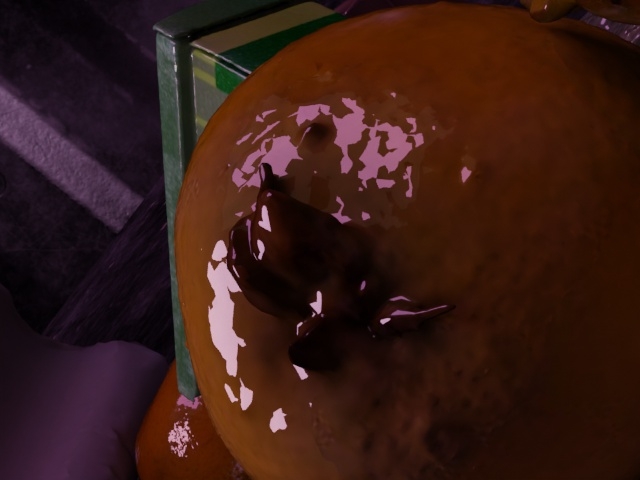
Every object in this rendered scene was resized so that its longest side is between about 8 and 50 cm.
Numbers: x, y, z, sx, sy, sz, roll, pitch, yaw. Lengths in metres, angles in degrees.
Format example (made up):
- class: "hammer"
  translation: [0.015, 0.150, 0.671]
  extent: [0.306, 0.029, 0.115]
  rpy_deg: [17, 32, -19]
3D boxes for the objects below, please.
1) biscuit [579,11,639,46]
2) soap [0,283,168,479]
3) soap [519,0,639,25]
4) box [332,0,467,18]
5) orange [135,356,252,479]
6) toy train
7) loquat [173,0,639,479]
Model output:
- class: "biscuit"
  translation: [0.230, -0.158, 1.356]
  extent: [0.252, 0.052, 0.150]
  rpy_deg: [-44, 13, 28]
- class: "soap"
  translation: [-0.283, 0.260, 1.406]
  extent: [0.435, 0.213, 0.350]
  rpy_deg: [-75, 10, -67]
- class: "soap"
  translation: [0.241, -0.160, 0.777]
  extent: [0.259, 0.281, 0.143]
  rpy_deg: [179, 88, -75]
- class: "box"
  translation: [0.056, -0.059, 1.304]
  extent: [0.086, 0.215, 0.215]
  rpy_deg: [-48, 9, -34]
- class: "orange"
  translation: [-0.058, 0.131, 1.368]
  extent: [0.156, 0.124, 0.156]
  rpy_deg: [-156, 90, -86]
- class: "toy train"
  translation: [0.000, 0.000, 1.181]
  extent: [0.120, 0.300, 0.202]
  rpy_deg: [-22, 35, -32]
- class: "loquat"
  translation: [0.057, 0.014, 0.920]
  extent: [0.275, 0.275, 0.275]
  rpy_deg: [-48, 12, 13]
